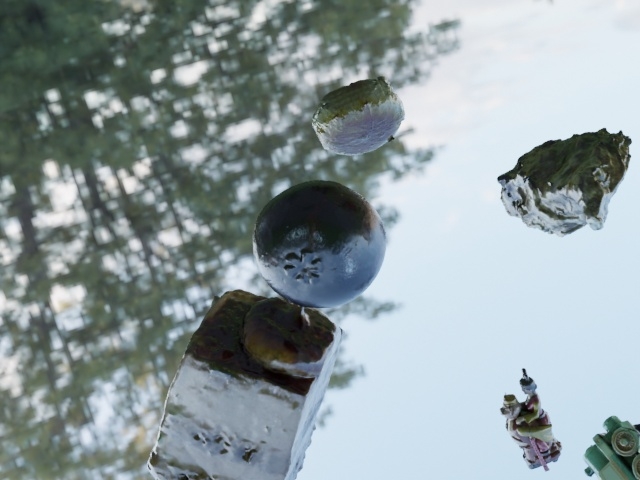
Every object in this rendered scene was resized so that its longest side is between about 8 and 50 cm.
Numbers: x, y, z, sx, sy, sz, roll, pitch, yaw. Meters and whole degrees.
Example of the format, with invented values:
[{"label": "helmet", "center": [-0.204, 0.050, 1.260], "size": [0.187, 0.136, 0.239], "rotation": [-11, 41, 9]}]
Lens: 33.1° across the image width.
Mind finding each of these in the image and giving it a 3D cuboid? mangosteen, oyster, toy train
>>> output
[{"label": "mangosteen", "center": [0.000, 0.000, 1.212], "size": [0.153, 0.152, 0.152], "rotation": [-14, -165, 4]}, {"label": "oyster", "center": [0.411, -0.116, 1.777], "size": [0.204, 0.111, 0.396], "rotation": [-58, -165, -3]}, {"label": "toy train", "center": [0.478, 0.361, 1.623], "size": [0.081, 0.194, 0.125], "rotation": [10, 126, -52]}]

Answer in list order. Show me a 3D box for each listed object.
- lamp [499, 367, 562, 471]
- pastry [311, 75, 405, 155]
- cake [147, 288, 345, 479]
[{"label": "lamp", "center": [0.501, 0.434, 2.616], "size": [0.118, 0.253, 0.118], "rotation": [-23, -156, 11]}, {"label": "pastry", "center": [0.082, -0.252, 2.251], "size": [0.193, 0.093, 0.182], "rotation": [-24, 153, 7]}, {"label": "cake", "center": [-0.093, 0.190, 1.403], "size": [0.199, 0.292, 0.196], "rotation": [21, -148, 9]}]
